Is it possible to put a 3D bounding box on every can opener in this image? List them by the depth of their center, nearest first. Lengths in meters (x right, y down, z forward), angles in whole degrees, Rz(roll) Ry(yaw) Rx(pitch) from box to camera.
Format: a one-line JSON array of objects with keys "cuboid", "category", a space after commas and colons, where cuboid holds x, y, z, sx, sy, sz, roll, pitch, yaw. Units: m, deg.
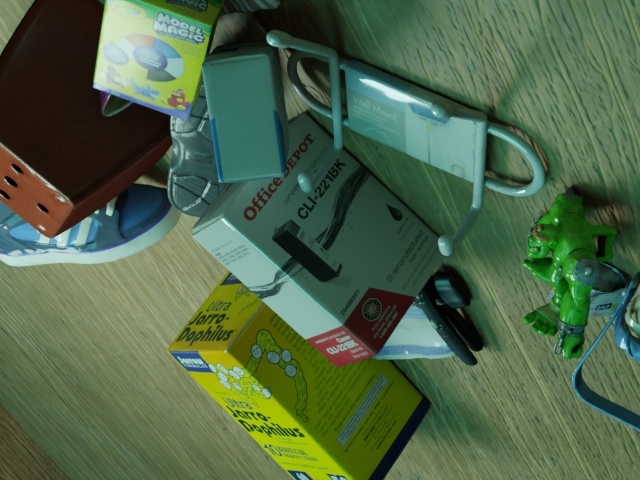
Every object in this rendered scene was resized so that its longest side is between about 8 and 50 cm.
[{"cuboid": [0.180, 0.114, 1.909, 0.073, 0.059, 0.186, 12, 145, 40], "category": "can opener"}]

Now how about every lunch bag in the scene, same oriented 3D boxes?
[{"cuboid": [0.323, 0.058, 1.650, 0.083, 0.053, 0.071, 23, 154, 7], "category": "lunch bag"}]

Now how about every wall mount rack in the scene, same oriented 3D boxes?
[{"cuboid": [0.076, -0.131, 1.552, 0.350, 0.130, 0.304, 25, 151, 21], "category": "wall mount rack"}]

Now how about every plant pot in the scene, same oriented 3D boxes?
[{"cuboid": [-0.362, -0.162, 1.920, 0.267, 0.236, 0.267, 40, 154, -7], "category": "plant pot"}]

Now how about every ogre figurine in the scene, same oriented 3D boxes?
[{"cuboid": [0.276, 0.024, 1.546, 0.097, 0.197, 0.118, 18, 132, 7], "category": "ogre figurine"}]

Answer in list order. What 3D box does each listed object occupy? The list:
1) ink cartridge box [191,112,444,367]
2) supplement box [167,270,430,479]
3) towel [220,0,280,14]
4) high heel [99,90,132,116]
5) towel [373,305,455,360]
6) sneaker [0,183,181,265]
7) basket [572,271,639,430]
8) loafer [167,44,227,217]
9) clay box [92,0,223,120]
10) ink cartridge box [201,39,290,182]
[{"cuboid": [0.000, 0.000, 1.785, 0.273, 0.197, 0.114, 42, 152, -11], "category": "ink cartridge box"}, {"cuboid": [-0.032, 0.222, 2.196, 0.356, 0.195, 0.194, 48, 152, -21], "category": "supplement box"}, {"cuboid": [-0.157, -0.298, 1.617, 0.144, 0.029, 0.197, 24, 167, -39], "category": "towel"}, {"cuboid": [-0.211, -0.219, 1.722, 0.082, 0.117, 0.244, 20, 169, -36], "category": "high heel"}, {"cuboid": [0.062, 0.077, 2.026, 0.285, 0.034, 0.209, 48, 151, -22], "category": "towel"}, {"cuboid": [-0.397, -0.084, 2.073, 0.323, 0.130, 0.236, -9, 134, 12], "category": "sneaker"}, {"cuboid": [0.423, 0.117, 1.419, 0.255, 0.201, 0.289, 31, 123, 13], "category": "basket"}, {"cuboid": [-0.143, -0.157, 1.820, 0.109, 0.095, 0.302, 16, 139, -5], "category": "loafer"}, {"cuboid": [-0.191, -0.239, 1.603, 0.127, 0.053, 0.222, 19, 149, -3], "category": "clay box"}, {"cuboid": [-0.083, -0.155, 1.600, 0.190, 0.082, 0.139, -94, -3, -77], "category": "ink cartridge box"}]
